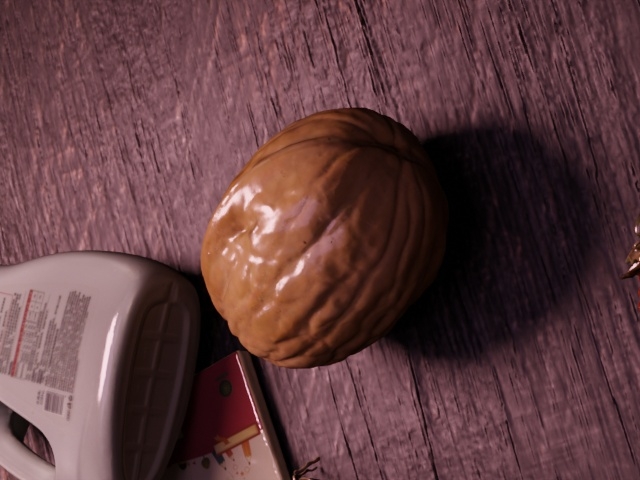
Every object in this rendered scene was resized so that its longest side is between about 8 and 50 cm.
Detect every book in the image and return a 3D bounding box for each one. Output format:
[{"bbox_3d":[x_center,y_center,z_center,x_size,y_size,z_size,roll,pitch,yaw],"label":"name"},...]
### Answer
[{"bbox_3d":[-0.099,0.248,1.980,0.162,0.022,0.232,-30,71,33],"label":"book"}]

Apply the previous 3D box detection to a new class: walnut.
[{"bbox_3d":[0.000,0.000,1.813,0.261,0.225,0.225,-49,62,28],"label":"walnut"}]

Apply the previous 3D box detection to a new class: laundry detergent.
[{"bbox_3d":[-0.314,0.127,2.068,0.398,0.124,0.264,10,91,40],"label":"laundry detergent"}]

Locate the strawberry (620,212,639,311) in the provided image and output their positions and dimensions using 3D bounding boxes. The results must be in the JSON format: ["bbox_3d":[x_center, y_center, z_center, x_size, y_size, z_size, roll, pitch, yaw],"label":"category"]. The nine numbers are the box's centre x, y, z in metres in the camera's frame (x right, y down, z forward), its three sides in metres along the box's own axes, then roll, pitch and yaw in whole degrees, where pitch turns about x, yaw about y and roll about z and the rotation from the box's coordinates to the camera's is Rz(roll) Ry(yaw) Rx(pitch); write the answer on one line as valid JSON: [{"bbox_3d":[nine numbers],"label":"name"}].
[{"bbox_3d":[0.374,0.042,1.621,0.236,0.107,0.175,21,63,33],"label":"strawberry"}]

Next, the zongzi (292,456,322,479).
[{"bbox_3d":[0.024,0.364,1.843,0.247,0.111,0.241,25,108,39],"label":"zongzi"}]
